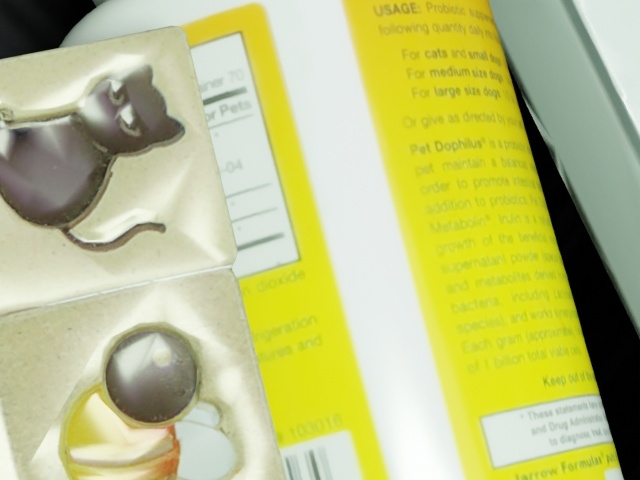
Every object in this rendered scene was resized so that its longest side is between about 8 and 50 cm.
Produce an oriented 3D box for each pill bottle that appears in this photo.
[{"bbox_3d":[0.000,0.000,0.501,0.117,0.117,0.215,-10,80,-27],"label":"pill bottle"}]

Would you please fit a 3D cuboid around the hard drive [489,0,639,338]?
[{"bbox_3d":[0.217,-0.105,0.675,0.353,0.047,0.233,-23,86,-28],"label":"hard drive"}]

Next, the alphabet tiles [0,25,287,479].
[{"bbox_3d":[-0.175,0.069,0.402,0.343,0.011,0.285,-13,82,-11],"label":"alphabet tiles"}]
